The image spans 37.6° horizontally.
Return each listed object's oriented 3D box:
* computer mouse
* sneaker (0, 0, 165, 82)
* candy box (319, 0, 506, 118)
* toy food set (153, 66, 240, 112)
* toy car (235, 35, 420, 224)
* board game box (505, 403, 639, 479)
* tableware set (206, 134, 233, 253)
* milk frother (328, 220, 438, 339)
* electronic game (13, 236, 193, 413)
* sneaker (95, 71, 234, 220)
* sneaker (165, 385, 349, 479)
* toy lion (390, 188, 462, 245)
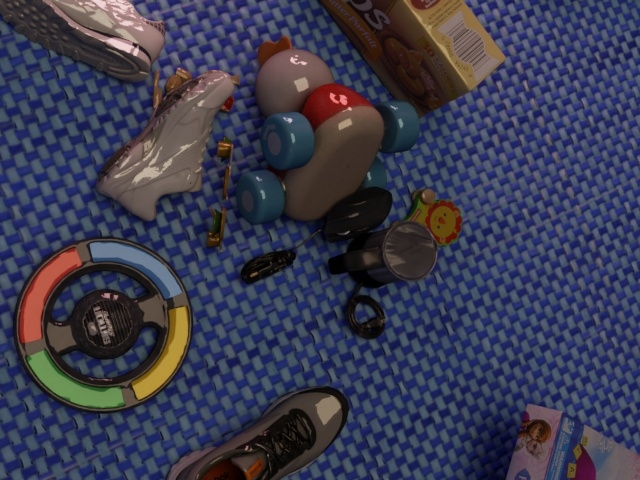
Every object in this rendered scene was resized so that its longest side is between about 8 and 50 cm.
[{"bbox_3d":[0.000,0.000,1.306,0.242,0.071,0.041,-31,64,-6],"label":"computer mouse"},{"bbox_3d":[-0.321,-0.301,1.245,0.235,0.090,0.094,28,62,-19],"label":"sneaker"},{"bbox_3d":[0.103,-0.336,1.347,0.087,0.183,0.316,-41,98,-21],"label":"candy box"},{"bbox_3d":[-0.174,-0.201,1.312,0.122,0.019,0.078,4,82,-21],"label":"toy food set"},{"bbox_3d":[-0.029,-0.171,1.304,0.219,0.210,0.238,-12,58,-34],"label":"toy car"},{"bbox_3d":[0.360,0.434,1.344,0.318,0.066,0.318,30,73,-40],"label":"board game box"},{"bbox_3d":[-0.138,-0.063,1.271,0.024,0.104,0.154,6,102,-7],"label":"tableware set"},{"bbox_3d":[0.093,0.058,1.317,0.129,0.135,0.143,-28,93,-21],"label":"milk frother"},{"bbox_3d":[-0.278,0.108,1.217,0.229,0.048,0.229,3,83,-20],"label":"electronic game"},{"bbox_3d":[-0.188,-0.124,1.260,0.232,0.090,0.115,-46,115,0],"label":"sneaker"},{"bbox_3d":[-0.070,0.283,1.242,0.271,0.108,0.100,-29,92,-23],"label":"sneaker"},{"bbox_3d":[0.166,-0.024,1.415,0.096,0.034,0.100,42,71,-19],"label":"toy lion"}]
